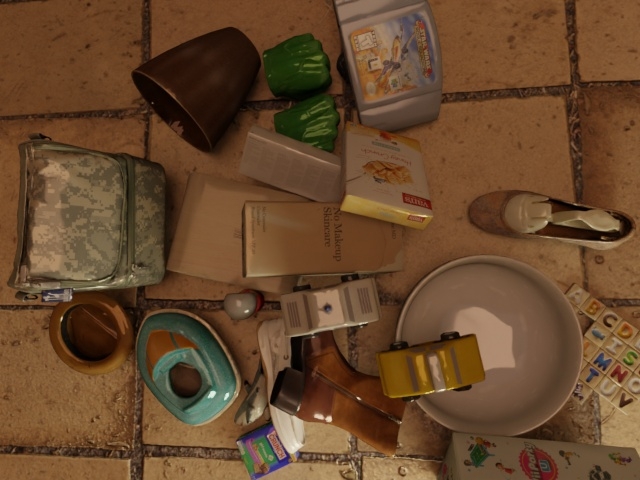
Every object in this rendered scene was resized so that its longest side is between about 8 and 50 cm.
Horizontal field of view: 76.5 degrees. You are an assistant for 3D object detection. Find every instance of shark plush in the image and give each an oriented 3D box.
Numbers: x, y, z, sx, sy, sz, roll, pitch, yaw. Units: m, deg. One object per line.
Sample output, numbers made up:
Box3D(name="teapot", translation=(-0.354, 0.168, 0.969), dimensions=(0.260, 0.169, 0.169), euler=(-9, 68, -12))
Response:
Box3D(name="shark plush", translation=(-0.150, 0.328, 0.890), dimensions=(0.067, 0.073, 0.161), euler=(5, 90, 36))

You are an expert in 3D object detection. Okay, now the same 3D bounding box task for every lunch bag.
Box3D(name="lunch bag", translation=(-0.476, -0.036, 0.825), dimensions=(0.212, 0.256, 0.305), euler=(-1, 86, 29))

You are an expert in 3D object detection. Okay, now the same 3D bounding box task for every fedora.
Box3D(name="fedora", translation=(-0.504, 0.201, 0.919), dimensions=(0.194, 0.079, 0.194), euler=(0, 91, 0))

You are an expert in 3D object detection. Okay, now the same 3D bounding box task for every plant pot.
Box3D(name="plant pot", translation=(-0.247, -0.354, 0.897), dimensions=(0.215, 0.215, 0.230), euler=(37, 75, 7))

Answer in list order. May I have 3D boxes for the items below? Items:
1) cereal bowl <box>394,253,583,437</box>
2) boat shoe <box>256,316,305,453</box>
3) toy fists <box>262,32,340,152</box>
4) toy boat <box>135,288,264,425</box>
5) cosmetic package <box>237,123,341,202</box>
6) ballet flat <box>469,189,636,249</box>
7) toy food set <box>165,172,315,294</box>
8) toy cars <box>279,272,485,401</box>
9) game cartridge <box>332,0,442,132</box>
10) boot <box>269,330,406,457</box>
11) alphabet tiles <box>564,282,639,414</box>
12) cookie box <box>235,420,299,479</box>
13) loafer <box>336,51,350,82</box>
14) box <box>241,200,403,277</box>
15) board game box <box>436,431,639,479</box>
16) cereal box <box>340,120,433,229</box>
Box3D(name="cereal bowl", translation=(0.313, 0.198, 0.811), dimensions=(0.339, 0.141, 0.339), euler=(0, 85, 5))
Box3D(name="boat shoe", translation=(-0.061, 0.299, 0.859), dimensions=(0.096, 0.098, 0.277), euler=(-15, 82, 4))
Box3D(name="toy fists", translation=(-0.032, -0.321, 0.915), dimensions=(0.142, 0.096, 0.279), euler=(-11, 85, 17))
Box3D(name="toy boat", translation=(-0.248, 0.217, 0.859), dimensions=(0.318, 0.148, 0.267), euler=(-44, 82, 1))
Box3D(name="cosmetic package", translation=(-0.047, -0.157, 0.874), dimensions=(0.239, 0.060, 0.099), euler=(20, 125, -6))
Box3D(name="ballet flat", translation=(0.477, -0.051, 0.835), dimensions=(0.316, 0.106, 0.108), euler=(8, 86, 6))
Box3D(name="toy food set", translation=(-0.176, -0.011, 0.913), dimensions=(0.306, 0.092, 0.220), euler=(12, 84, -1))
Box3D(name="toy cars", translation=(0.105, 0.171, 0.720), dimensions=(0.393, 0.087, 0.176), euler=(29, 87, 8))
Box3D(name="game cartridge", translation=(0.154, -0.389, 0.869), dimensions=(0.198, 0.062, 0.297), euler=(-13, 107, 8))
Box3D(name="boot", translation=(0.070, 0.259, 0.830), dimensions=(0.280, 0.096, 0.264), euler=(26, 57, -12))
Box3D(name="alphabet tiles", translation=(0.571, 0.239, 0.849), dimensions=(0.237, 0.009, 0.198), euler=(38, 89, 8))
Box3D(name="cookie box", translation=(-0.114, 0.449, 0.879), dimensions=(0.107, 0.040, 0.092), euler=(-26, 82, 2))
Box3D(name="loafer", translation=(0.138, -0.442, 0.921), dimensions=(0.223, 0.076, 0.078), euler=(-40, 88, 6))
Box3D(name="box", translation=(0.000, 0.000, 0.822), dimensions=(0.311, 0.121, 0.148), euler=(-2, 84, -14))
Box3D(name="board game box", translation=(0.383, 0.454, 0.741), dimensions=(0.303, 0.224, 0.097), euler=(2, 41, 7))
Box3D(name="cereal box", translation=(0.127, -0.138, 0.821), dimensions=(0.173, 0.047, 0.240), euler=(12, 47, -11))
